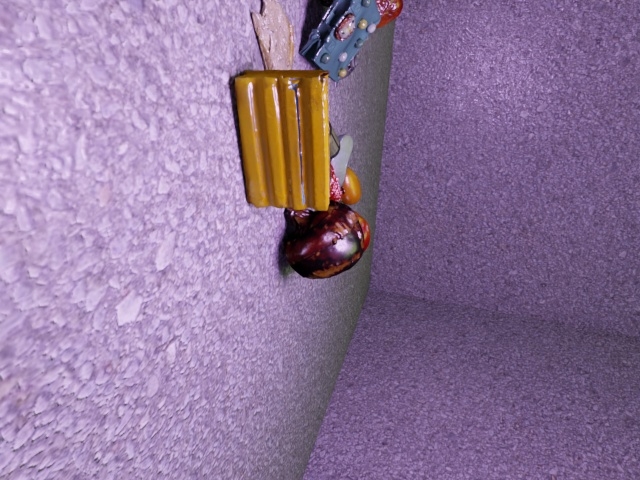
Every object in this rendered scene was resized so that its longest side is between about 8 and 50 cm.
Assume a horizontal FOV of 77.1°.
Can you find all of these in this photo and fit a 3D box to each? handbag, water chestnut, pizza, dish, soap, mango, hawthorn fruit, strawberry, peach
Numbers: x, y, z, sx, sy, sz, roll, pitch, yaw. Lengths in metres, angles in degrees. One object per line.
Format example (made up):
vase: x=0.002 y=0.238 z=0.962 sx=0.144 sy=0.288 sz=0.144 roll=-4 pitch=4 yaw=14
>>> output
handbag: x=0.078 y=-0.642 z=1.260 sx=0.268 sy=0.100 sz=0.274 roll=-50 pitch=176 yaw=15
water chestnut: x=-0.003 y=-0.016 z=1.316 sx=0.300 sy=0.300 sz=0.299 roll=9 pitch=90 yaw=-76
pizza: x=-0.108 y=-0.499 z=0.988 sx=0.262 sy=0.034 sz=0.181 roll=71 pitch=32 yaw=-61
dish: x=0.100 y=-0.715 z=1.567 sx=0.236 sy=0.086 sz=0.227 roll=-35 pitch=132 yaw=-70
soap: x=-0.078 y=-0.229 z=0.938 sx=0.096 sy=0.205 sz=0.324 roll=-79 pitch=170 yaw=-54
mango: x=0.132 y=-0.265 z=1.942 sx=0.219 sy=0.113 sz=0.144 roll=65 pitch=35 yaw=-46
hawthorn fruit: x=0.304 y=-1.089 z=1.819 sx=0.207 sy=0.243 sz=0.207 roll=-15 pitch=106 yaw=-62
strawberry: x=0.003 y=-0.210 z=1.358 sx=0.082 sy=0.188 sz=0.121 roll=-24 pitch=167 yaw=-27
peach: x=0.118 y=-0.030 z=1.846 sx=0.243 sy=0.200 sz=0.243 roll=163 pitch=-90 yaw=-71

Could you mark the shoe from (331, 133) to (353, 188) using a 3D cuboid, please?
shoe: x=0.061 y=-0.320 z=1.670 sx=0.100 sy=0.103 sz=0.250 roll=37 pitch=-69 yaw=57

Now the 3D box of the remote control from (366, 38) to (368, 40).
remote control: x=0.215 y=-1.011 z=1.948 sx=0.122 sy=0.032 sz=0.074 roll=-56 pitch=151 yaw=-61

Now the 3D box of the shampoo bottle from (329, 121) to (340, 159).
shampoo bottle: x=0.014 y=-0.346 z=1.423 sx=0.284 sy=0.101 sz=0.101 roll=26 pitch=73 yaw=-75

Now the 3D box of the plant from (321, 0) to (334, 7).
plant: x=0.065 y=-0.842 z=1.261 sx=0.142 sy=0.131 sz=0.203 roll=-60 pitch=155 yaw=-47

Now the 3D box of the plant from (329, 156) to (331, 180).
plant: x=-0.050 y=-0.190 z=1.189 sx=0.274 sy=0.147 sz=0.149 roll=97 pitch=-26 yaw=-78
